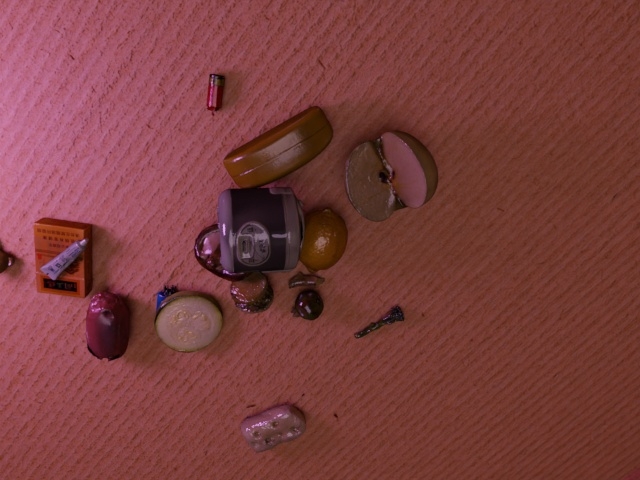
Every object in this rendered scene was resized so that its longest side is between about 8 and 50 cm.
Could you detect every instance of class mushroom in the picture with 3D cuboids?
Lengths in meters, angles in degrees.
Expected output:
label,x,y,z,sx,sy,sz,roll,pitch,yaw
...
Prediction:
label,x,y,z,sx,sy,sz,roll,pitch,yaw
mushroom,-0.325,0.039,1.715,0.231,0.138,0.194,36,71,1

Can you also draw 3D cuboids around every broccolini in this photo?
label,x,y,z,sx,sy,sz,roll,pitch,yaw
broccolini,0.226,0.331,1.881,0.216,0.058,0.067,-30,111,10

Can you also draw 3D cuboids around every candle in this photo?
label,x,y,z,sx,sy,sz,roll,pitch,yaw
candle,-0.342,-0.471,1.572,0.052,0.052,0.130,9,112,-5

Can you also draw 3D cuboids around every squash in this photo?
label,x,y,z,sx,sy,sz,roll,pitch,yaw
squash,-0.501,0.306,1.833,0.252,0.049,0.251,-6,115,-12

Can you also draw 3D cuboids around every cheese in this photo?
label,x,y,z,sx,sy,sz,roll,pitch,yaw
cheese,-0.191,0.787,2.026,0.263,0.093,0.159,-26,110,8

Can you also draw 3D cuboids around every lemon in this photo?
label,x,y,z,sx,sy,sz,roll,pitch,yaw
lemon,0.000,0.000,1.683,0.188,0.188,0.256,14,115,-6

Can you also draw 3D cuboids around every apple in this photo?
label,x,y,z,sx,sy,sz,roll,pitch,yaw
apple,0.232,-0.217,1.584,0.295,0.233,0.257,-21,96,25

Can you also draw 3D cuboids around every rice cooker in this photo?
label,x,y,z,sx,sy,sz,roll,pitch,yaw
rice cooker,-0.188,-0.030,1.547,0.277,0.288,0.288,-1,111,-12

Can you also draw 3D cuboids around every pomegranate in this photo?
label,x,y,z,sx,sy,sz,roll,pitch,yaw
pomegranate,-0.056,0.251,1.827,0.114,0.114,0.142,45,129,-16

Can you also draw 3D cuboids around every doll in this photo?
label,x,y,z,sx,sy,sz,roll,pitch,yaw
doll,-1.218,0.044,1.741,0.137,0.097,0.209,-43,90,-19

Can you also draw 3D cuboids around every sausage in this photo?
label,x,y,z,sx,sy,sz,roll,pitch,yaw
sausage,-0.796,0.323,1.809,0.152,0.152,0.279,7,112,-4

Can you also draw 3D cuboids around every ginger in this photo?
label,x,y,z,sx,sy,sz,roll,pitch,yaw
ginger,-0.052,0.154,1.819,0.137,0.044,0.057,1,129,0

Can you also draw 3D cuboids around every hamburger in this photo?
label,x,y,z,sx,sy,sz,roll,pitch,yaw
hamburger,-0.257,0.185,1.776,0.159,0.185,0.131,-41,149,-13

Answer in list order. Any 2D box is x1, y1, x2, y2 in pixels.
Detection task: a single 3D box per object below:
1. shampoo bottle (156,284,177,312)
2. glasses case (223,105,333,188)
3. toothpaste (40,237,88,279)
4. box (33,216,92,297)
label,x,y,z,sx,sy,sz,roll,pitch,yaw
shampoo bottle,-0.578,0.254,1.839,0.087,0.050,0.182,8,110,-7
glasses case,-0.132,-0.289,1.579,0.371,0.173,0.141,-28,112,9
toothpaste,-0.887,0.060,1.690,0.218,0.041,0.064,-36,113,15
box,-0.925,0.064,1.748,0.174,0.076,0.274,9,110,-3
